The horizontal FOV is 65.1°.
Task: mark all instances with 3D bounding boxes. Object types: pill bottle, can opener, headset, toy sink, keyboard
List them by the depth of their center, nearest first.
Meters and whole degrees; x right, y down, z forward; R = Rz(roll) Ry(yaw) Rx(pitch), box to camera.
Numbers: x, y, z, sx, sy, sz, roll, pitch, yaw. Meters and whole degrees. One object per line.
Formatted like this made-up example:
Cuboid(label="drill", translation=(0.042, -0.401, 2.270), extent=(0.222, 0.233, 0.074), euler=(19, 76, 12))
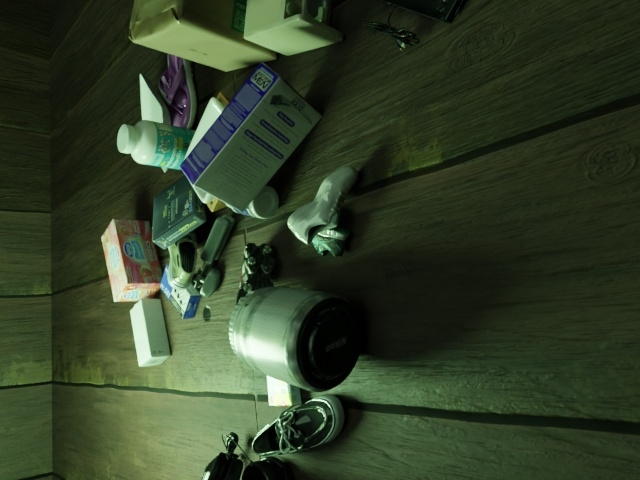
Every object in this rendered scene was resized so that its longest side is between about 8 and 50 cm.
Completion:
Cuboid(label="keyboard", translation=(0.180, -0.537, 1.109), extent=(0.317, 0.033, 0.201), euler=(44, 112, 40))
Cuboid(label="toy sink", translation=(-0.064, -0.579, 1.283), extent=(0.234, 0.153, 0.131), euler=(9, 93, 48))
Cuboid(label="headset", translation=(-0.207, 0.654, 1.311), extent=(0.185, 0.244, 0.394), euler=(-69, 24, 11))
Cuboid(label="pill bottle", translation=(-0.206, -0.118, 1.445), extent=(0.169, 0.094, 0.094), euler=(13, 97, 47))
Cuboid(label="can opener", translation=(-0.335, 0.048, 1.606), extent=(0.093, 0.074, 0.280), euler=(27, 113, 8))
Cuboid(label="pill bottle", translation=(-0.534, -0.319, 1.683), extent=(0.146, 0.264, 0.146), euler=(-3, 86, 47))

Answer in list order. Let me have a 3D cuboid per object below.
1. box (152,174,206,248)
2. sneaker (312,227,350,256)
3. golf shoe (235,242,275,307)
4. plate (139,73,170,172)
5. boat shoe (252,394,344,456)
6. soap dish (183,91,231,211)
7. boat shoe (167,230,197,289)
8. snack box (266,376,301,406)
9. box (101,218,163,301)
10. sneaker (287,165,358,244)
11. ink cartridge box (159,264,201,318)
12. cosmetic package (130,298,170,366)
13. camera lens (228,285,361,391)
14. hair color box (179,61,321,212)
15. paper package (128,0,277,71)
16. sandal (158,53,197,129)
Cuboid(label="box", translation=(-0.469, -0.106, 1.659), extent=(0.183, 0.059, 0.232), euler=(-32, 43, 16))
Cuboid(label="sneaker", translation=(0.000, 0.000, 1.246), extent=(0.167, 0.065, 0.076), euler=(14, 102, 48))
Cuboid(label="golf shoe", translation=(-0.178, 0.139, 1.377), extent=(0.120, 0.105, 0.272), euler=(118, 160, -52))
Cuboid(label="plate", translation=(-0.616, -0.444, 1.889), extent=(0.277, 0.045, 0.278), euler=(53, 145, 36))
Cuboid(label="boat shoe", translation=(-0.066, 0.471, 1.252), extent=(0.306, 0.105, 0.113), euler=(-35, 63, 40))
Cuboid(label="soap dish", translation=(-0.299, -0.268, 1.537), extent=(0.229, 0.118, 0.290), euler=(52, 124, 35))
Cuboid(label="boat shoe", translation=(-0.447, 0.023, 1.664), extent=(0.094, 0.109, 0.302), euler=(-43, 45, 33))
Cuboid(label="snack box", translation=(-0.103, 0.371, 1.347), extent=(0.100, 0.037, 0.141), euler=(-17, 75, 44))
Cuboid(label="box", translation=(-0.736, 0.076, 1.957), extent=(0.142, 0.154, 0.299), euler=(-44, 57, 36))
Cuboid(label="sneaker", translation=(0.024, -0.077, 1.185), extent=(0.212, 0.080, 0.094), euler=(-46, 54, 9))
Cuboid(label="ink cartridge box", translation=(-0.500, 0.178, 1.776), extent=(0.207, 0.046, 0.097), euler=(38, 114, 41))
Cuboid(label="cosmetic package", translation=(-0.644, 0.347, 1.894), extent=(0.117, 0.086, 0.231), euler=(-37, 60, 39))
Cuboid(label="camera lens", translation=(-0.058, 0.222, 1.176), extent=(0.274, 0.219, 0.219), euler=(1, 88, 47))
Cuboid(label="hair color box", translation=(-0.177, -0.256, 1.288), extent=(0.339, 0.185, 0.110), euler=(-48, 52, 9))
Cuboid(label="paper package", translation=(-0.325, -0.622, 1.436), extent=(0.310, 0.325, 0.168), euler=(11, 95, 47))
Cuboid(label="sandal", translation=(-0.537, -0.581, 1.821), extent=(0.169, 0.102, 0.416), euler=(-16, 77, 46))
